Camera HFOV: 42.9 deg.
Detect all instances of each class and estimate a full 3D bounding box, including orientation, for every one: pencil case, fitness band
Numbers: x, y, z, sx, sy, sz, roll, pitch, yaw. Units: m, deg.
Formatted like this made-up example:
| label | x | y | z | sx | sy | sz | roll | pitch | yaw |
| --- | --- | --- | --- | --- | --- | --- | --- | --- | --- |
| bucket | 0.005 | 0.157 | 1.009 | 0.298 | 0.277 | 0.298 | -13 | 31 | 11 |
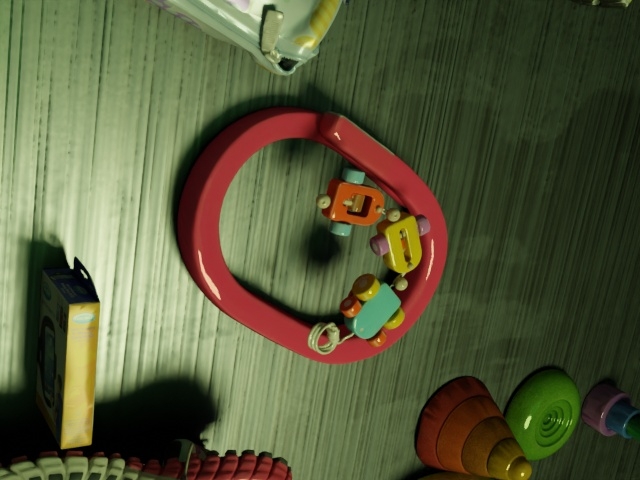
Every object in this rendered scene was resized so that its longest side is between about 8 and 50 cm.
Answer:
| label | x | y | z | sx | sy | sz | roll | pitch | yaw |
| --- | --- | --- | --- | --- | --- | --- | --- | --- | --- |
| pencil case | -0.109 | -0.217 | 0.569 | 0.273 | 0.113 | 0.124 | 21 | 73 | -36 |
| fitness band | 0.000 | 0.000 | 0.766 | 0.291 | 0.054 | 0.209 | 34 | 90 | -36 |

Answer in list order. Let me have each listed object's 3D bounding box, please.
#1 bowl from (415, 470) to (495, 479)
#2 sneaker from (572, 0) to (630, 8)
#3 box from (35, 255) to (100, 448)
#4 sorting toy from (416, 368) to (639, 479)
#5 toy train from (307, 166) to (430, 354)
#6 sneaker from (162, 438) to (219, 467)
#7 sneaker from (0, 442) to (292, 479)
| label | x | y | z | sx | sy | sz | roll | pitch | yaw |
| --- | --- | --- | --- | --- | --- | --- | --- | --- | --- |
| bowl | 0.172 | 0.432 | 0.934 | 0.289 | 0.156 | 0.290 | -4 | 100 | -23 |
| sneaker | 0.258 | -0.308 | 0.803 | 0.208 | 0.081 | 0.094 | 31 | 86 | -37 |
| box | -0.200 | 0.083 | 0.641 | 0.028 | 0.081 | 0.136 | -4 | 109 | -32 |
| sorting toy | 0.294 | 0.242 | 1.003 | 0.365 | 0.126 | 0.127 | 3 | 105 | -34 |
| toy train | 0.032 | 0.016 | 0.734 | 0.125 | 0.046 | 0.166 | 3 | 105 | -32 |
| sneaker | -0.127 | 0.241 | 0.775 | 0.069 | 0.038 | 0.098 | 27 | 92 | -37 |
| sneaker | -0.161 | 0.236 | 0.655 | 0.299 | 0.112 | 0.121 | 2 | 146 | -15 |
